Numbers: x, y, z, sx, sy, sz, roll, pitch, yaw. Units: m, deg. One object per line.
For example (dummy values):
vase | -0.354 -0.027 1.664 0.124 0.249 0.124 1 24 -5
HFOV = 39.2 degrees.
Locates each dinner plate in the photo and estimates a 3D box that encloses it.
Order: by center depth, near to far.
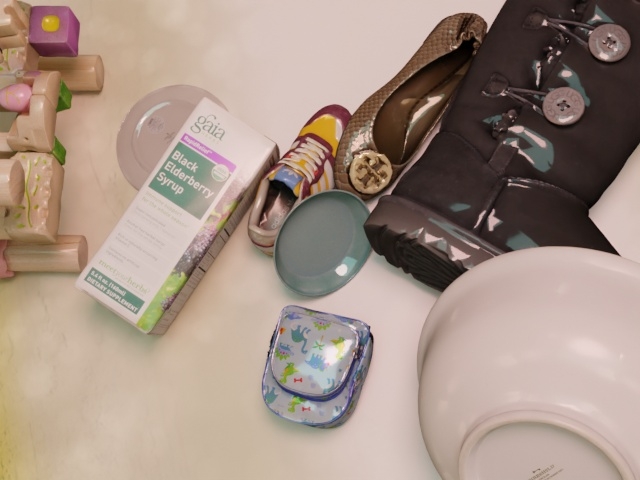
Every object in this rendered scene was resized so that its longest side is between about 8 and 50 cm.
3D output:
dinner plate | -0.168 -0.115 1.025 0.141 0.017 0.141 -2 74 8

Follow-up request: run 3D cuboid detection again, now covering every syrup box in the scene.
syrup box | -0.145 -0.023 0.947 0.093 0.096 0.237 33 84 4

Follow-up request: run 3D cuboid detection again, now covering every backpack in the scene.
backpack | -0.007 0.128 0.904 0.104 0.084 0.114 13 80 13

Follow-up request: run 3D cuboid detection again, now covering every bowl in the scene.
bowl | 0.201 0.165 0.755 0.297 0.298 0.134 25 36 13

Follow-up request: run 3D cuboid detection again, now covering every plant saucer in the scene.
plant saucer | 0.000 0.000 0.935 0.119 0.119 0.021 -45 37 -5

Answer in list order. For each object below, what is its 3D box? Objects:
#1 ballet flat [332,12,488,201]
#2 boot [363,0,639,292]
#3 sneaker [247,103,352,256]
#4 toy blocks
ballet flat | 0.103 -0.145 0.961 0.084 0.058 0.250 45 78 -30
boot | 0.309 -0.100 0.906 0.367 0.146 0.445 32 74 7
sneaker | -0.017 -0.071 0.957 0.069 0.084 0.186 23 80 13
toy blocks | -0.389 -0.127 0.904 0.259 0.309 0.289 2 75 1
